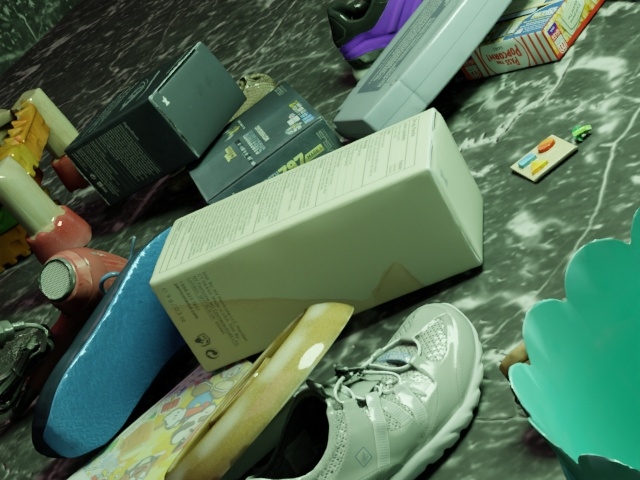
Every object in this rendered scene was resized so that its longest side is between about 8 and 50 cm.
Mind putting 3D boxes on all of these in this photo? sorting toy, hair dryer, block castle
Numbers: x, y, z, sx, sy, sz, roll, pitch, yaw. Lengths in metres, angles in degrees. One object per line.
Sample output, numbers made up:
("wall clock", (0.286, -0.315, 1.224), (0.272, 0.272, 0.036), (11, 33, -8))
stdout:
("sorting toy", (0.237, -0.094, 1.451), (0.083, 0.012, 0.062), (-38, 23, -5))
("hair dryer", (-0.307, 0.096, 1.664), (0.293, 0.080, 0.224), (-27, -25, -29))
("block castle", (-0.521, 0.008, 2.063), (0.453, 0.213, 0.303), (-30, 27, 18))

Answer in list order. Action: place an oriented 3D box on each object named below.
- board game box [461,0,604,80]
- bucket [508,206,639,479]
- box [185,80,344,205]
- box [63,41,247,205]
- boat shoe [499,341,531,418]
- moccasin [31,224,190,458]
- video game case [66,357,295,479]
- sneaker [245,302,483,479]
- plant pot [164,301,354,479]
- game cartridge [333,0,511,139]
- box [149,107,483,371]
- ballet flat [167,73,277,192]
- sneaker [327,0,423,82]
("board game box", (0.268, -0.280, 1.725), (0.146, 0.045, 0.193), (-7, 36, 50))
("bucket", (0.271, 0.094, 0.823), (0.281, 0.183, 0.281), (-30, 23, 14))
("box", (-0.081, -0.115, 1.869), (0.183, 0.059, 0.233), (-37, 22, 1))
("box", (-0.229, -0.160, 1.969), (0.207, 0.108, 0.153), (-23, 23, 42))
("boat shoe", (0.238, 0.072, 1.070), (0.207, 0.073, 0.073), (-35, 60, 9))
("moccasin", (-0.210, 0.093, 1.551), (0.342, 0.138, 0.117), (-47, 11, -35))
("video game case", (-0.138, 0.205, 1.375), (0.227, 0.026, 0.206), (-40, 23, -11))
("sneaker", (0.038, 0.140, 1.141), (0.105, 0.115, 0.281), (-10, 34, 46))
("plant pot", (-0.060, 0.136, 1.202), (0.236, 0.032, 0.236), (-48, 2, 2))
("game cartridge", (0.138, -0.241, 1.718), (0.294, 0.060, 0.196), (-52, 10, -6))
("box", (0.000, 0.000, 1.423), (0.311, 0.121, 0.148), (-22, 24, 19))
("ballet flat", (-0.147, -0.161, 2.053), (0.084, 0.058, 0.250), (-5, 37, 51))
("sneaker", (0.136, -0.332, 1.878), (0.293, 0.146, 0.102), (-29, 24, 17))
